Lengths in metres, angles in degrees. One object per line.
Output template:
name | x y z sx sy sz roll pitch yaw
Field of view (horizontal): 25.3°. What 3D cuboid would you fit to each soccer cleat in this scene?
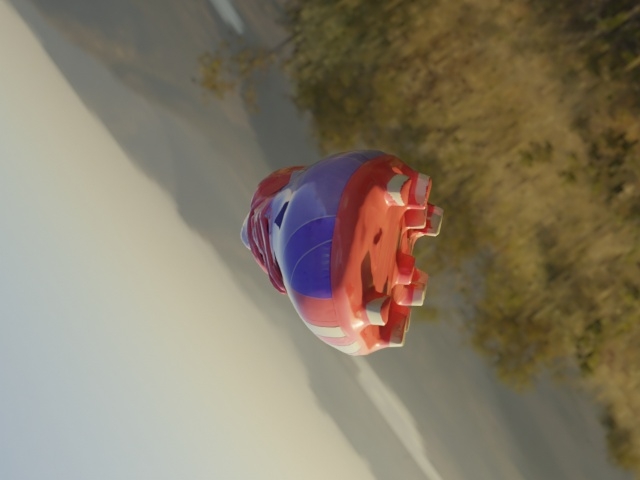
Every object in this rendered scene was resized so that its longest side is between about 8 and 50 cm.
soccer cleat | 0.000 0.000 0.625 0.095 0.083 0.248 10 -178 8
